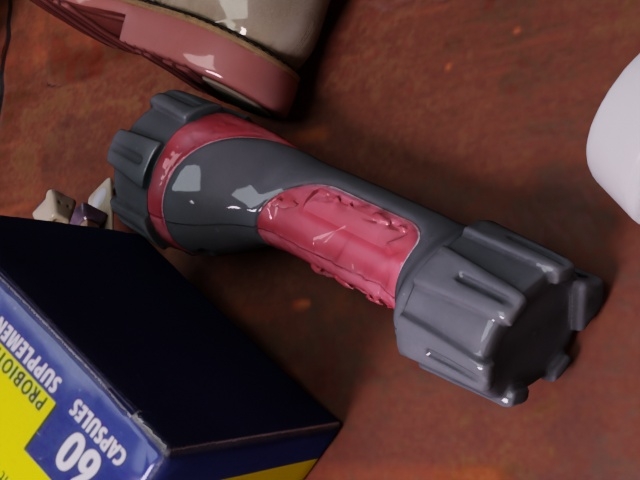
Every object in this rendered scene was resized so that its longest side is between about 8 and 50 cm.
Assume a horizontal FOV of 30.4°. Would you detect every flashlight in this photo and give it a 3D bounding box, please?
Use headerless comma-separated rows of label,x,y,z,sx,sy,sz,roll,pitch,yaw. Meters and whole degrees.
flashlight,0.000,0.000,0.674,0.304,0.103,0.103,28,94,41

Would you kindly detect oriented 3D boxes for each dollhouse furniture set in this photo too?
dollhouse furniture set,-0.189,0.002,0.847,0.114,0.091,0.081,-41,40,26

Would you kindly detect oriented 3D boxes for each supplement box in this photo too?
supplement box,-0.192,0.185,0.688,0.194,0.195,0.356,41,104,23

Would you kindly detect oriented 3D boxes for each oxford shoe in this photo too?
oxford shoe,-0.130,-0.202,0.831,0.348,0.123,0.130,29,91,27

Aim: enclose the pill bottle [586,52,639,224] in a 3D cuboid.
pill bottle,0.219,0.009,0.477,0.131,0.131,0.229,-50,52,16
